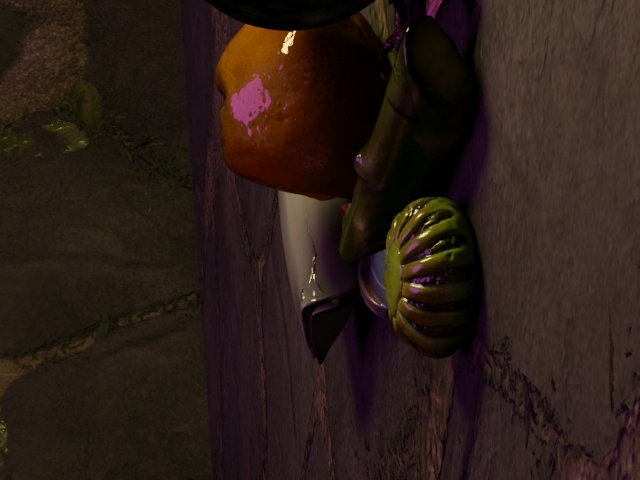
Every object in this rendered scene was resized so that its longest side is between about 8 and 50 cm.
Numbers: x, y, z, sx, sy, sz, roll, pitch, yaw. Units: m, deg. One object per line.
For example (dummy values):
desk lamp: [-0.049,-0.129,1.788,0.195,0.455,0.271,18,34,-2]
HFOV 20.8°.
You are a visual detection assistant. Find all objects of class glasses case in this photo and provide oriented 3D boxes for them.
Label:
glasses case: [0.000,0.002,2.057,0.128,0.083,0.308,92,172,-46]

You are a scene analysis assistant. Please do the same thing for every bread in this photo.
bread: [0.094,0.031,1.542,0.130,0.071,0.139,-117,28,-60]

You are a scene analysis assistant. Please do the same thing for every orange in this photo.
orange: [-0.023,-0.158,1.884,0.249,0.183,0.249,178,90,-80]

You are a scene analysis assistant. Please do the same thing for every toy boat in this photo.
toy boat: [0.066,0.011,1.809,0.096,0.034,0.122,-111,24,-50]

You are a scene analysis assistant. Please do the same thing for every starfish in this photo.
starfish: [0.079,-0.204,1.753,0.091,0.028,0.078,137,127,-73]

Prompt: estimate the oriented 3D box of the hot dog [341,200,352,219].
hot dog: [0.047,-0.017,1.891,0.133,0.041,0.056,74,180,-84]

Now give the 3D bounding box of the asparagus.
asparagus: [0.074,-0.073,1.612,0.343,0.085,0.082,106,175,-52]

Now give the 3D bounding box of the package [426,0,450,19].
package: [0.110,-0.233,1.538,0.083,0.029,0.059,-71,3,-47]

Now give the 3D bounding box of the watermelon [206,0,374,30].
watermelon: [-0.028,-0.345,1.665,0.285,0.285,0.285,180,90,-80]
